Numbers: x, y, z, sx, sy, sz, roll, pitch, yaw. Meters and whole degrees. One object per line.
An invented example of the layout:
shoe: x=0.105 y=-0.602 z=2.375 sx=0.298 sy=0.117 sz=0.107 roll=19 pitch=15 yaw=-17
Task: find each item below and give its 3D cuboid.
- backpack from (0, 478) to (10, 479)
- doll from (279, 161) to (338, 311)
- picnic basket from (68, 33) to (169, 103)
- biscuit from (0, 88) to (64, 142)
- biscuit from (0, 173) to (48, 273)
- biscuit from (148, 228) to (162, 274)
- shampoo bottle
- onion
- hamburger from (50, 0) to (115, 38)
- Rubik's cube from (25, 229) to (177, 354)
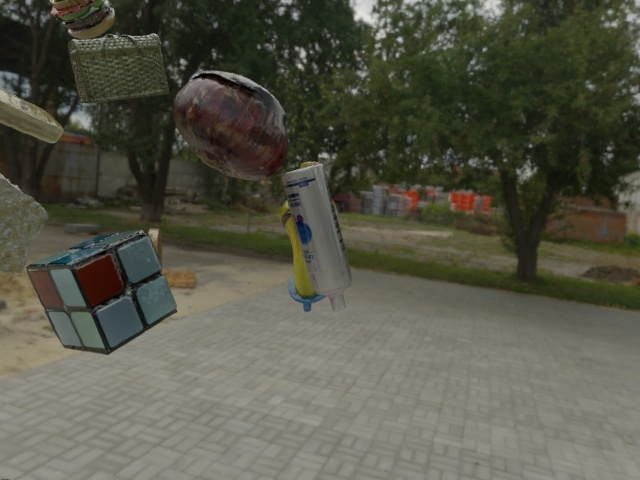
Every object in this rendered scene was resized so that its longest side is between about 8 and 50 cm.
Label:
backpack: x=-0.519 y=0.321 z=0.532 sx=0.353 sy=0.201 sz=0.378 roll=50 pitch=13 yaw=29
doll: x=-0.031 y=-0.006 z=1.286 sx=0.145 sy=0.362 sz=0.199 roll=2 pitch=3 yaw=12
picnic basket: x=-0.493 y=-0.424 z=1.297 sx=0.197 sy=0.154 sz=0.134 roll=-17 pitch=21 yaw=-27
biscuit: x=-0.529 y=-0.219 z=0.938 sx=0.056 sy=0.052 sz=0.188 roll=39 pitch=2 yaw=8
biscuit: x=-0.730 y=-0.047 z=1.221 sx=0.188 sy=0.265 sz=0.040 roll=-12 pitch=21 yaw=-22
biscuit: x=-0.381 y=0.053 z=1.216 sx=0.029 sy=0.141 sz=0.220 roll=-1 pitch=50 yaw=-13
shampoo bottle: x=0.000 y=0.000 z=1.090 sx=0.092 sy=0.303 sz=0.092 roll=-14 pitch=10 yaw=2
onion: x=-0.174 y=-0.230 z=1.067 sx=0.247 sy=0.190 sz=0.246 roll=26 pitch=-16 yaw=8
hamburger: x=-0.681 y=-0.662 z=1.540 sx=0.175 sy=0.175 sz=0.136 roll=8 pitch=-37 yaw=26
Rubik's cube: x=-0.409 y=0.093 z=1.005 sx=0.184 sy=0.180 sz=0.167 roll=-2 pitch=21 yaw=37
